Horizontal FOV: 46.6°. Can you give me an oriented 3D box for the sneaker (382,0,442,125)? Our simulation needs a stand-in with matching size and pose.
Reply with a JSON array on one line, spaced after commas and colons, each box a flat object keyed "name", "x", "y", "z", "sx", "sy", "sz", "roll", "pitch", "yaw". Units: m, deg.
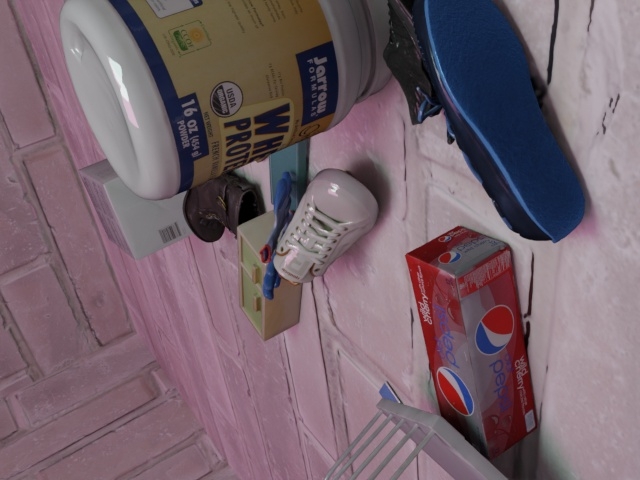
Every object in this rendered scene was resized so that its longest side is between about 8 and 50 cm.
[{"name": "sneaker", "x": 0.088, "y": -0.210, "z": 0.760, "sx": 0.170, "sy": 0.051, "sz": 0.089, "roll": 61, "pitch": 153, "yaw": -2}]

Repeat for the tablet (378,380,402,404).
[{"name": "tablet", "x": 0.128, "y": 0.281, "z": 1.259, "sx": 0.083, "sy": 0.006, "sz": 0.054, "roll": 55, "pitch": 156, "yaw": 21}]

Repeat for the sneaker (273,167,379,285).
[{"name": "sneaker", "x": 0.000, "y": 0.000, "z": 1.056, "sx": 0.105, "sy": 0.123, "sz": 0.290, "roll": 32, "pitch": 159, "yaw": 1}]

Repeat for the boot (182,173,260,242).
[{"name": "boot", "x": -0.191, "y": -0.048, "z": 1.486, "sx": 0.229, "sy": 0.091, "sz": 0.263, "roll": 45, "pitch": 149, "yaw": 39}]

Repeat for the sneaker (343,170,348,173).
[{"name": "sneaker", "x": 0.015, "y": -0.080, "z": 1.077, "sx": 0.031, "sy": 0.035, "sz": 0.083, "roll": 64, "pitch": 157, "yaw": 1}]

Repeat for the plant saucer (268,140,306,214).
[{"name": "plant saucer", "x": -0.055, "y": -0.109, "z": 1.180, "sx": 0.067, "sy": 0.018, "sz": 0.192, "roll": 27, "pitch": 147, "yaw": 17}]

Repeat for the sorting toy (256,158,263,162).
[{"name": "sorting toy", "x": -0.121, "y": -0.192, "z": 1.239, "sx": 0.275, "sy": 0.046, "sz": 0.132, "roll": 64, "pitch": 157, "yaw": -2}]

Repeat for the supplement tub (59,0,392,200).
[{"name": "supplement tub", "x": -0.097, "y": -0.201, "z": 0.823, "sx": 0.228, "sy": 0.316, "sz": 0.228, "roll": 47, "pitch": 153, "yaw": 34}]

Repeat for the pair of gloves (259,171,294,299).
[{"name": "pair of gloves", "x": -0.068, "y": -0.004, "z": 1.170, "sx": 0.023, "sy": 0.159, "sz": 0.198, "roll": 12, "pitch": 145, "yaw": 6}]

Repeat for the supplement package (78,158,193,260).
[{"name": "supplement package", "x": -0.428, "y": -0.104, "z": 1.792, "sx": 0.262, "sy": 0.199, "sz": 0.198, "roll": 22, "pitch": 134, "yaw": 58}]

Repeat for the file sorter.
[{"name": "file sorter", "x": 0.130, "y": 0.344, "z": 0.978, "sx": 0.193, "sy": 0.173, "sz": 0.277, "roll": 43, "pitch": 169, "yaw": -1}]

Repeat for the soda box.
[{"name": "soda box", "x": 0.181, "y": 0.122, "z": 0.875, "sx": 0.092, "sy": 0.083, "sz": 0.263, "roll": 27, "pitch": 138, "yaw": 55}]

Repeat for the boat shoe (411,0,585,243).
[{"name": "boat shoe", "x": 0.143, "y": -0.109, "z": 0.684, "sx": 0.258, "sy": 0.109, "sz": 0.089, "roll": 68, "pitch": 161, "yaw": -5}]

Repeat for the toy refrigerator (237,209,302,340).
[{"name": "toy refrigerator", "x": -0.100, "y": 0.074, "z": 1.417, "sx": 0.102, "sy": 0.094, "sz": 0.270, "roll": 51, "pitch": 154, "yaw": 28}]
